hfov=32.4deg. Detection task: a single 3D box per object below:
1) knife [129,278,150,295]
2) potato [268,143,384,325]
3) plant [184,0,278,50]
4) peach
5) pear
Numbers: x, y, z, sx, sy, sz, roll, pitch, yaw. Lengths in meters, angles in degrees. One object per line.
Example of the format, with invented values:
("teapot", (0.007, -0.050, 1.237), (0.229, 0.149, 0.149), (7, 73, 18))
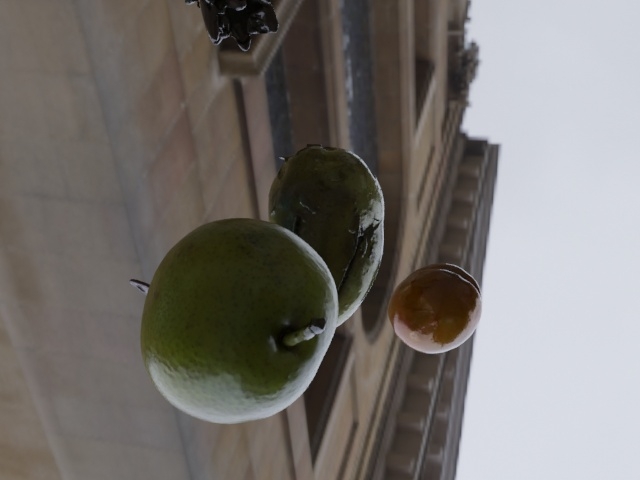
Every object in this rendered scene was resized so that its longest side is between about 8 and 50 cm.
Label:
("knife", (-0.187, 0.116, 1.615), (0.247, 0.035, 0.018), (30, -129, 19))
("potato", (0.000, 0.000, 1.441), (0.143, 0.248, 0.169), (12, -179, -43))
("plant", (-0.203, -0.506, 2.017), (0.320, 0.194, 0.181), (57, -157, 14))
("peach", (0.171, 0.096, 1.602), (0.138, 0.138, 0.138), (-3, -139, 3))
("pear", (-0.057, 0.074, 0.931), (0.216, 0.166, 0.180), (16, -107, 54))
